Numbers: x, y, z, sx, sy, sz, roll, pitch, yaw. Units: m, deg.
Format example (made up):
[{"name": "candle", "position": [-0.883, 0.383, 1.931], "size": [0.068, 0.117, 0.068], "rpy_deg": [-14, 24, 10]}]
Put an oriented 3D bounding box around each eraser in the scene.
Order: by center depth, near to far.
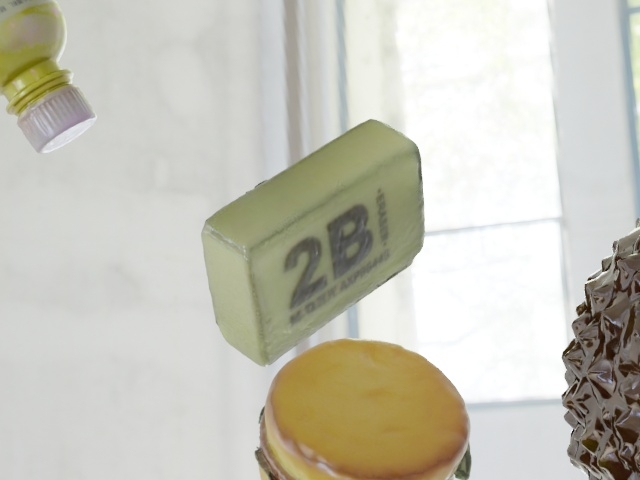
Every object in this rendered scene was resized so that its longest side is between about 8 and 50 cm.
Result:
[{"name": "eraser", "position": [0.000, 0.000, 0.916], "size": [0.172, 0.058, 0.117], "rpy_deg": [-33, -45, -29]}]

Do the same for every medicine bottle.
[{"name": "medicine bottle", "position": [-0.297, -0.188, 1.197], "size": [0.212, 0.122, 0.122], "rpy_deg": [57, -154, 0]}]

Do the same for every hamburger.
[{"name": "hamburger", "position": [0.046, 0.233, 1.386], "size": [0.246, 0.246, 0.170], "rpy_deg": [-61, -15, -53]}]

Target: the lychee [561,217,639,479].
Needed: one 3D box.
[{"name": "lychee", "position": [0.246, 0.090, 0.661], "size": [0.267, 0.267, 0.267], "rpy_deg": [-6, -90, -66]}]
